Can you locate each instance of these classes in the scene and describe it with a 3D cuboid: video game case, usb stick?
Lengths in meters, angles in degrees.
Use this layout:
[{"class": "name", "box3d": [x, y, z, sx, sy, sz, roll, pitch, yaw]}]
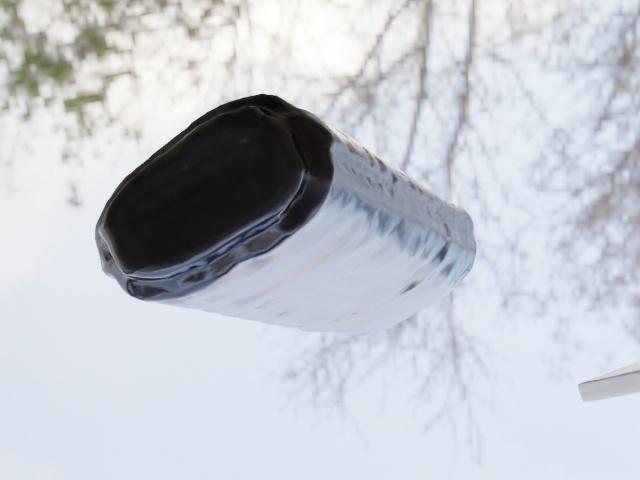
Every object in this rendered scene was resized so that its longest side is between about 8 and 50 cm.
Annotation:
[{"class": "video game case", "box3d": [0.195, 0.052, 0.837, 0.122, 0.011, 0.087, -16, 177, -32]}, {"class": "usb stick", "box3d": [0.000, 0.000, 0.596, 0.077, 0.278, 0.045, -30, -101, 10]}]
